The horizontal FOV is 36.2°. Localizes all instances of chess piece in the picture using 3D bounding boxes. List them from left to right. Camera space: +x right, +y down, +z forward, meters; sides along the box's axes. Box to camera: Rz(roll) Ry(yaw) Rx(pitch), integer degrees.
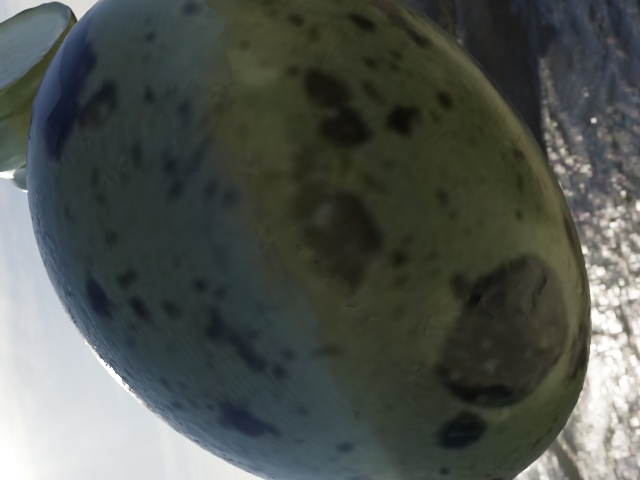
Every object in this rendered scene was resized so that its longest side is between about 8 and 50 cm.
[{"bbox_3d":[-0.192,-0.052,0.810,0.251,0.144,0.144,57,-169,-35],"label":"chess piece"}]

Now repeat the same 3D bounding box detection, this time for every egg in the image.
[{"bbox_3d":[0.000,0.000,0.596,0.379,0.287,0.287,40,177,-2],"label":"egg"}]
